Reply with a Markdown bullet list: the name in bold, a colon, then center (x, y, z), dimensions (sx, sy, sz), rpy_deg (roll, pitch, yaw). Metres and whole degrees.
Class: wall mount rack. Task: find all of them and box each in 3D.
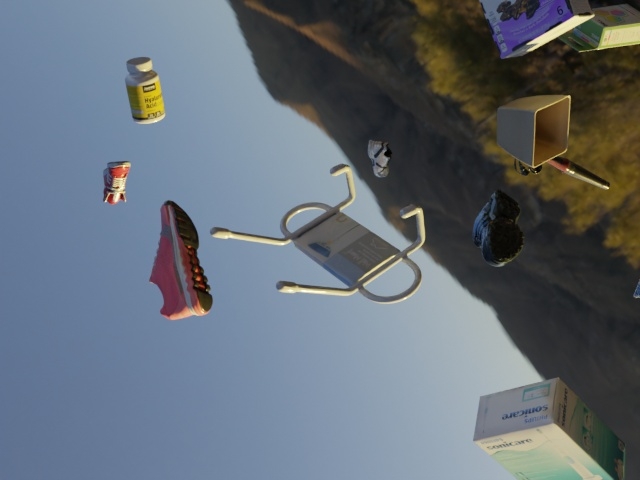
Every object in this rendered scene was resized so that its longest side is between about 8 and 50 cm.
- **wall mount rack**: center (0.000, 0.000, 1.518), dimensions (0.350, 0.304, 0.130), rpy_deg (35, 148, 43)

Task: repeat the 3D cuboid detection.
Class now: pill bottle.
- **pill bottle**: center (-0.339, -0.289, 1.667), dimensions (0.065, 0.065, 0.116), rpy_deg (-103, 6, -60)

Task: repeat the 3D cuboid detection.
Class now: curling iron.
- **curling iron**: center (0.540, -0.156, 1.947), dimensions (0.274, 0.068, 0.035), rpy_deg (12, -171, -27)

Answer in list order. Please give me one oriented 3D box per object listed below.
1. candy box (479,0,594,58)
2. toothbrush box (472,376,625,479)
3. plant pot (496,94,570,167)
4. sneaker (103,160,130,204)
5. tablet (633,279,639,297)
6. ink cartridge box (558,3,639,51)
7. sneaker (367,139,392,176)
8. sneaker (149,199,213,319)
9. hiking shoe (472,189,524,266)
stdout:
- **candy box**: center (0.361, -0.444, 1.521), dimensions (0.070, 0.165, 0.196), rpy_deg (-16, -96, -40)
- **toothbrush box**: center (0.525, 0.462, 1.989), dimensions (0.295, 0.216, 0.126), rpy_deg (41, -135, -26)
- **plant pot**: center (0.384, -0.210, 1.592), dimensions (0.096, 0.109, 0.109), rpy_deg (24, 129, 43)
- **sneaker**: center (-0.367, -0.103, 1.566), dimensions (0.118, 0.042, 0.067), rpy_deg (159, 108, -66)
- **tablet**: center (0.669, 0.085, 1.757), dimensions (0.083, 0.054, 0.006), rpy_deg (-53, -57, -35)
- **ink cartridge box**: center (0.707, -0.531, 2.168), dimensions (0.109, 0.209, 0.062), rpy_deg (-123, 27, -47)
- **sneaker**: center (0.128, -0.165, 1.791), dimensions (0.109, 0.043, 0.040), rpy_deg (61, -143, -56)
- **sneaker**: center (-0.372, 0.049, 2.150), dimensions (0.116, 0.136, 0.314), rpy_deg (41, -149, -67)
- **hiking shoe**: center (0.472, -0.007, 2.347), dimensions (0.113, 0.132, 0.304), rpy_deg (33, -145, -5)
